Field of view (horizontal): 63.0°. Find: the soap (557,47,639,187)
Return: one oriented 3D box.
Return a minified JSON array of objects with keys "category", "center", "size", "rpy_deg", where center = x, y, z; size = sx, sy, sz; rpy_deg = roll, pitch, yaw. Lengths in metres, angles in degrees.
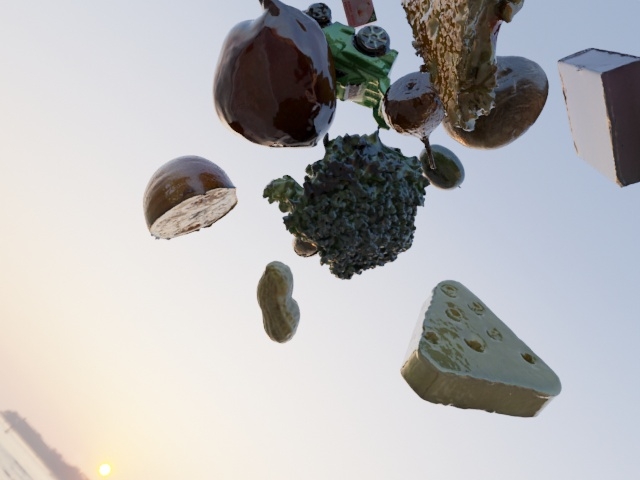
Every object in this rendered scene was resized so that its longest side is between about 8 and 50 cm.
[{"category":"soap","center":[0.697,-0.308,1.281],"size":[0.107,0.296,0.286],"rpy_deg":[-16,-67,13]}]

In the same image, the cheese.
[{"category":"cheese","center":[0.345,0.239,1.258],"size":[0.384,0.384,0.104],"rpy_deg":[37,-57,16]}]

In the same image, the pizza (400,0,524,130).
[{"category":"pizza","center":[0.212,-0.359,0.751],"size":[0.440,0.130,0.407],"rpy_deg":[-158,-116,-80]}]

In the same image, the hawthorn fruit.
[{"category":"hawthorn fruit","center":[-0.098,-0.374,1.231],"size":[0.308,0.308,0.325],"rpy_deg":[36,-69,17]}]

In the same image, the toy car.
[{"category":"toy car","center":[0.066,-0.462,1.394],"size":[0.358,0.177,0.213],"rpy_deg":[26,-17,5]}]

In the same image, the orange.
[{"category":"orange","center":[-0.347,-0.101,1.404],"size":[0.310,0.274,0.274],"rpy_deg":[-124,-170,-65]}]

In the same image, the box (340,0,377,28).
[{"category":"box","center":[0.109,-0.691,1.536],"size":[0.043,0.089,0.125],"rpy_deg":[-85,157,-76]}]

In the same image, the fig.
[{"category":"fig","center":[0.226,-0.263,1.148],"size":[0.201,0.146,0.134],"rpy_deg":[53,12,-36]}]

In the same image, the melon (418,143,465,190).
[{"category":"melon","center":[0.366,-0.215,1.571],"size":[0.167,0.114,0.114],"rpy_deg":[46,-34,-9]}]

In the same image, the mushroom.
[{"category":"mushroom","center":[0.421,-0.353,1.296],"size":[0.278,0.278,0.146],"rpy_deg":[8,-16,43]}]

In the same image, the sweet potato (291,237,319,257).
[{"category":"sweet potato","center":[-0.001,-0.001,1.465],"size":[0.124,0.098,0.310],"rpy_deg":[19,-18,-38]}]

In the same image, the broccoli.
[{"category":"broccoli","center":[0.070,-0.093,1.121],"size":[0.281,0.293,0.348],"rpy_deg":[50,3,43]}]

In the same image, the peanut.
[{"category":"peanut","center":[-0.149,0.221,1.860],"size":[0.147,0.147,0.306],"rpy_deg":[5,-67,45]}]
